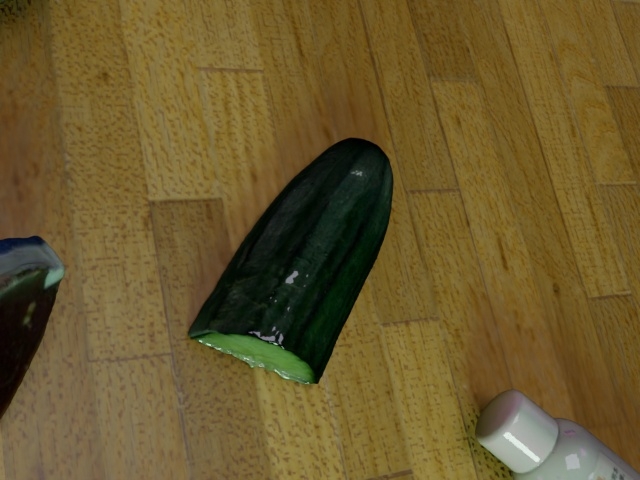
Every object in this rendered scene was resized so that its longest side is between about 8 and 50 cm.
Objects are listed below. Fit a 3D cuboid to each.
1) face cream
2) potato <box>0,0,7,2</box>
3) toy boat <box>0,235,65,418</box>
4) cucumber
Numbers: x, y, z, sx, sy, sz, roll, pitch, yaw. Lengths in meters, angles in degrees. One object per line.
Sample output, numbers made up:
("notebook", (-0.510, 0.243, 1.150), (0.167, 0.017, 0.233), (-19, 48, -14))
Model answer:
("face cream", (0.247, 0.228, 0.678), (0.269, 0.082, 0.082), (41, 59, -7))
("potato", (-0.281, -0.261, 0.571), (0.157, 0.157, 0.194), (-33, 86, -32))
("toy boat", (-0.266, 0.088, 0.473), (0.115, 0.114, 0.262), (16, 54, 16))
("cucumber", (0.000, 0.000, 0.660), (0.115, 0.063, 0.244), (33, 58, -12))
